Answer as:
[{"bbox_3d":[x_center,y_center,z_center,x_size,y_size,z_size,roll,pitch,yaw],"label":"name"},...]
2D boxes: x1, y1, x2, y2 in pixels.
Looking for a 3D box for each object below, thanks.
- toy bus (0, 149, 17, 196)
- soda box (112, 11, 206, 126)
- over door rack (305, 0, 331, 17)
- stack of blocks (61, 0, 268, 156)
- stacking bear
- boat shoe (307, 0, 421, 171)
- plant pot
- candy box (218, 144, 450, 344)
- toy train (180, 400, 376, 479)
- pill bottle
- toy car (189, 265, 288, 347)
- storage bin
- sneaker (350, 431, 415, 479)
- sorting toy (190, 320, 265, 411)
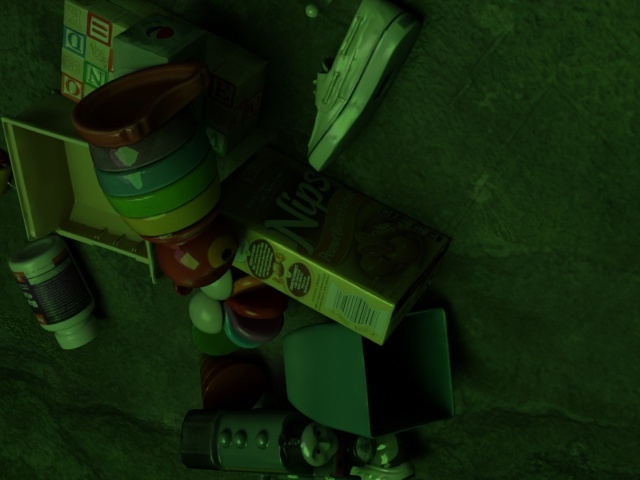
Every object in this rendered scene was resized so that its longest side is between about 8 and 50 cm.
[{"bbox_3d":[-0.636,-0.126,2.060,0.202,0.104,0.191,-3,120,37],"label":"toy bus"},{"bbox_3d":[-0.226,-0.163,1.623,0.091,0.098,0.286,23,131,18],"label":"soda box"},{"bbox_3d":[-0.054,-0.417,1.371,0.239,0.108,0.324,40,156,2],"label":"over door rack"},{"bbox_3d":[-0.234,-0.238,1.705,0.297,0.087,0.171,28,134,15],"label":"stack of blocks"},{"bbox_3d":[-0.194,-0.064,1.512,0.164,0.175,0.289,8,131,40],"label":"stacking bear"},{"bbox_3d":[0.035,-0.207,1.538,0.088,0.096,0.267,39,135,10],"label":"boat shoe"},{"bbox_3d":[0.056,0.190,1.748,0.234,0.166,0.165,-3,93,53],"label":"plant pot"},{"bbox_3d":[0.000,0.000,1.651,0.316,0.183,0.087,28,131,15],"label":"candy box"},{"bbox_3d":[-0.072,0.328,1.877,0.334,0.190,0.142,-6,76,45],"label":"toy train"},{"bbox_3d":[-0.476,0.097,2.112,0.108,0.108,0.193,-4,119,37],"label":"pill bottle"},{"bbox_3d":[-0.106,0.092,1.794,0.136,0.159,0.182,56,144,33],"label":"toy car"},{"bbox_3d":[-0.353,-0.083,1.881,0.262,0.123,0.260,17,130,24],"label":"storage bin"},{"bbox_3d":[0.044,0.346,1.960,0.272,0.100,0.108,-5,93,41],"label":"sneaker"},{"bbox_3d":[-0.180,0.130,1.960,0.126,0.127,0.365,41,142,47],"label":"sorting toy"}]
